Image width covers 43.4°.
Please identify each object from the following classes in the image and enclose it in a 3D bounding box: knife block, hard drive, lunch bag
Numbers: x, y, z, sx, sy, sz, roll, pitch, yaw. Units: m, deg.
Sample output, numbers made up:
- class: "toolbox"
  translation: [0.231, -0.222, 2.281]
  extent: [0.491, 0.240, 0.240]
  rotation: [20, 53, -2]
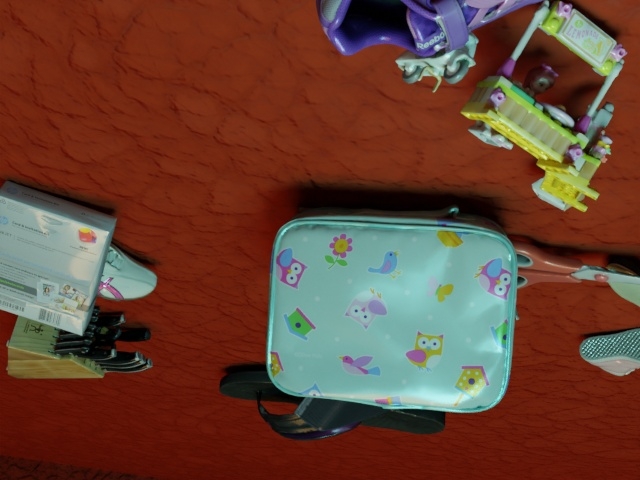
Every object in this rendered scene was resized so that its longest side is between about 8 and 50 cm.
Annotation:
- class: "knife block"
  translation: [-0.428, 0.197, 1.439]
  extent: [0.242, 0.088, 0.276]
  rotation: [17, 152, -14]
- class: "hard drive"
  translation: [0.102, 0.175, 1.089]
  extent: [0.254, 0.054, 0.172]
  rotation: [-11, 146, -40]
- class: "lunch bag"
  translation: [0.083, 0.068, 0.898]
  extent: [0.279, 0.224, 0.108]
  rotation: [4, -174, 8]

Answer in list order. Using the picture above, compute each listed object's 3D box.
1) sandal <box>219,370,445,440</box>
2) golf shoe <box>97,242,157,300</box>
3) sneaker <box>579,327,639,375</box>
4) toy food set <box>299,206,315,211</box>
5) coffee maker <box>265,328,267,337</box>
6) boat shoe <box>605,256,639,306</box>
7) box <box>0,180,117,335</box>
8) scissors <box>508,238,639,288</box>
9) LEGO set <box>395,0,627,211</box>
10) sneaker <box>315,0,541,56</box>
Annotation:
- class: "sandal"
  translation: [0.022, 0.332, 1.539]
  extent: [0.445, 0.107, 0.167]
  rotation: [11, 153, -2]
- class: "golf shoe"
  translation: [-0.308, 0.030, 1.100]
  extent: [0.186, 0.067, 0.086]
  rotation: [22, 149, -22]
- class: "sneaker"
  translation: [0.443, 0.159, 1.134]
  extent: [0.134, 0.051, 0.070]
  rotation: [-10, 149, 39]
- class: "toy food set"
  translation: [0.000, 0.000, 0.995]
  extent: [0.078, 0.019, 0.122]
  rotation: [8, 153, 3]
- class: "coffee maker"
  translation: [-0.003, 0.131, 1.138]
  extent: [0.171, 0.120, 0.178]
  rotation: [5, 151, 4]
- class: "boat shoe"
  translation: [0.393, 0.056, 0.960]
  extent: [0.133, 0.042, 0.049]
  rotation: [33, 156, -15]
- class: "box"
  translation: [-0.356, 0.027, 1.042]
  extent: [0.145, 0.038, 0.186]
  rotation: [19, 125, -7]
- class: "scissors"
  translation: [0.302, 0.033, 0.920]
  extent: [0.297, 0.021, 0.109]
  rotation: [2, 147, 32]
- class: "LEGO set"
  translation: [0.200, -0.109, 0.675]
  extent: [0.287, 0.107, 0.132]
  rotation: [29, -178, -41]
- class: "sneaker"
  translation: [0.098, -0.173, 0.537]
  extent: [0.236, 0.105, 0.095]
  rotation: [-2, 150, 18]
